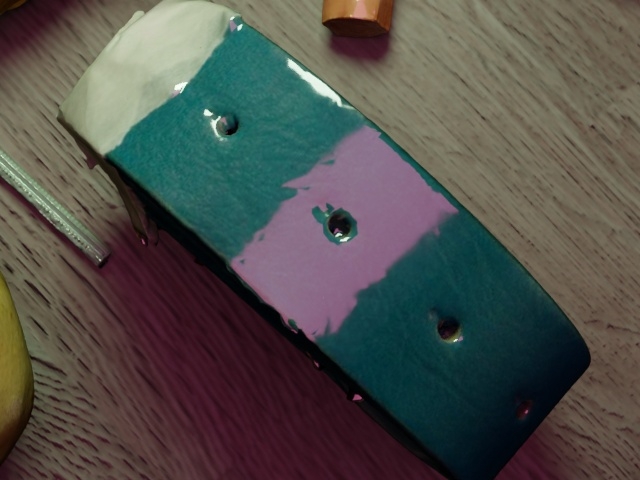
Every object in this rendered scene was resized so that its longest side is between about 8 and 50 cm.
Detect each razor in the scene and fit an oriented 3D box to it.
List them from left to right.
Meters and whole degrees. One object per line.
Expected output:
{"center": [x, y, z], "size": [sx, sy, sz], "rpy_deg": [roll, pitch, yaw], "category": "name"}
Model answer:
{"center": [-0.265, -0.052, 1.020], "size": [0.211, 0.036, 0.084], "rpy_deg": [41, 107, -5], "category": "razor"}

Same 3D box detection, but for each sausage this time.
{"center": [0.039, -0.271, 1.047], "size": [0.065, 0.065, 0.169], "rpy_deg": [5, 84, -4], "category": "sausage"}

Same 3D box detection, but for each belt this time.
{"center": [0.002, 0.000, 0.894], "size": [0.436, 0.300, 0.173], "rpy_deg": [38, 83, 0], "category": "belt"}

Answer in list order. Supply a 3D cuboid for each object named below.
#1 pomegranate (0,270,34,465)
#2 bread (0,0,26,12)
{"center": [-0.365, 0.106, 0.849], "size": [0.319, 0.319, 0.319], "rpy_deg": [0, 84, -4], "category": "pomegranate"}
{"center": [-0.247, -0.317, 0.993], "size": [0.294, 0.132, 0.167], "rpy_deg": [-39, 89, -8], "category": "bread"}
